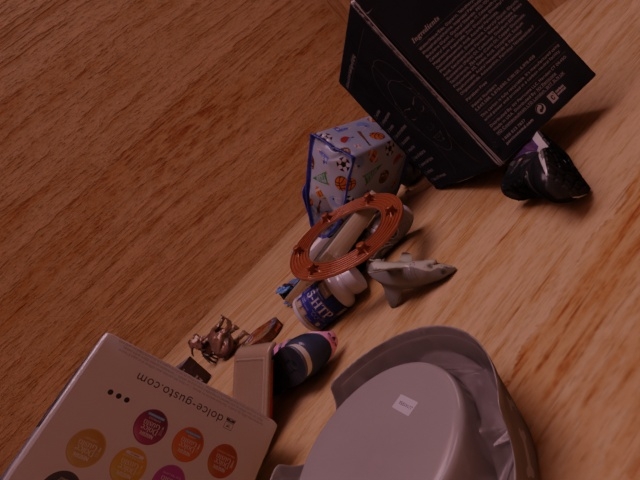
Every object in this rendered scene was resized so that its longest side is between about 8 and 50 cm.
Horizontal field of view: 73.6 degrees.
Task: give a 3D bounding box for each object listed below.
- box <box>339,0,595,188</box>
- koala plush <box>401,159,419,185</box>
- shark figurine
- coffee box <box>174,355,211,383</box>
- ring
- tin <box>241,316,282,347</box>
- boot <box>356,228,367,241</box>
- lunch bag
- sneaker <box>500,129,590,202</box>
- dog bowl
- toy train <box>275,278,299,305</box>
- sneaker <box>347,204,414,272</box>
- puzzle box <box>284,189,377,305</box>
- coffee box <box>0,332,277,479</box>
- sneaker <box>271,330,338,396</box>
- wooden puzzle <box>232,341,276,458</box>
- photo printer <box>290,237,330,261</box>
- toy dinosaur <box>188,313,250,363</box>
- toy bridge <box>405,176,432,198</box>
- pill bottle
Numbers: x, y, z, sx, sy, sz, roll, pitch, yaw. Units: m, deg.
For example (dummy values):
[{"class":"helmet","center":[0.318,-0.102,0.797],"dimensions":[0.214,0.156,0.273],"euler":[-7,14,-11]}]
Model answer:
[{"class":"box","center":[0.315,-0.421,1.116],"dimensions":[0.297,0.472,0.480],"euler":[-44,1,0]},{"class":"koala plush","center":[0.378,-0.337,1.648],"dimensions":[0.221,0.203,0.196],"euler":[-24,18,-6]},{"class":"shark figurine","center":[0.153,0.088,0.963],"dimensions":[0.166,0.116,0.278],"euler":[-12,9,-20]},{"class":"coffee box","center":[-0.579,0.593,1.647],"dimensions":[0.297,0.119,0.168],"euler":[-38,11,31]},{"class":"ring","center":[0.056,-0.023,1.104],"dimensions":[0.337,0.032,0.336],"euler":[-29,24,15]},{"class":"tin","center":[-0.204,0.334,1.490],"dimensions":[0.190,0.040,0.106],"euler":[-37,9,36]},{"class":"boot","center":[0.142,-0.015,1.547],"dimensions":[0.087,0.042,0.118],"euler":[-41,15,-31]},{"class":"lunch bag","center":[0.118,-0.212,1.502],"dimensions":[0.328,0.239,0.385],"euler":[-27,-40,-31]},{"class":"sneaker","center":[0.406,-0.108,0.806],"dimensions":[0.124,0.107,0.283],"euler":[-48,-1,32]},{"class":"dog bowl","center":[0.084,0.264,0.501],"dimensions":[0.349,0.102,0.348],"euler":[-42,11,10]},{"class":"toy train","center":[-0.097,0.184,1.573],"dimensions":[0.105,0.080,0.184],"euler":[-38,6,-17]},{"class":"sneaker","center":[0.165,0.015,1.223],"dimensions":[0.281,0.105,0.115],"euler":[-51,12,32]},{"class":"puzzle box","center":[0.033,0.040,1.347],"dimensions":[0.272,0.052,0.409],"euler":[-53,1,-33]},{"class":"coffee box","center":[-0.345,0.406,0.760],"dimensions":[0.338,0.338,0.334],"euler":[-28,31,54]},{"class":"sneaker","center":[-0.069,0.294,1.033],"dimensions":[0.131,0.112,0.319],"euler":[-22,-7,-37]},{"class":"wooden puzzle","center":[-0.154,0.356,0.971],"dimensions":[0.221,0.044,0.238],"euler":[-27,53,56]},{"class":"photo printer","center":[0.000,0.000,1.825],"dimensions":[0.307,0.107,0.256],"euler":[-45,10,-5]},{"class":"toy dinosaur","center":[-0.404,0.416,1.715],"dimensions":[0.200,0.127,0.296],"euler":[-55,26,-17]},{"class":"toy bridge","center":[0.370,-0.206,1.468],"dimensions":[0.188,0.026,0.063],"euler":[-38,15,29]},{"class":"pill bottle","center":[0.027,0.147,1.137],"dimensions":[0.187,0.112,0.112],"euler":[-41,11,16]}]
